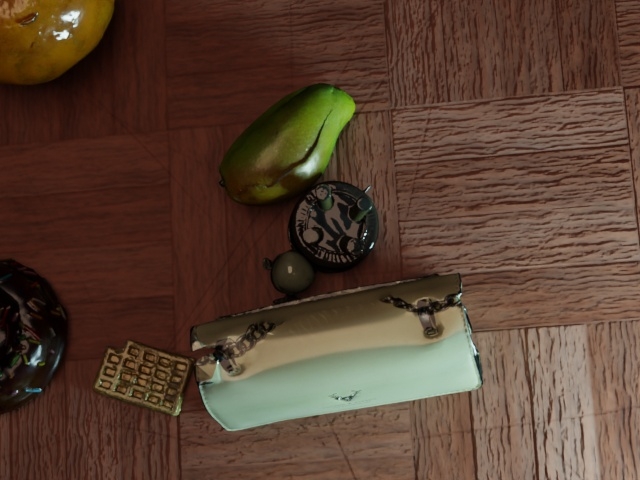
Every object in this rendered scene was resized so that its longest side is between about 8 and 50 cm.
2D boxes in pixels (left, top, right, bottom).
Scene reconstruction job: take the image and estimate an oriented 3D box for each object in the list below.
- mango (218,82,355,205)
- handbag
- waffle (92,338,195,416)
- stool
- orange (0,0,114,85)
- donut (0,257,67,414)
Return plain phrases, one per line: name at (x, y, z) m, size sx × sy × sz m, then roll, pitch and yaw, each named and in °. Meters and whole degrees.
mango at (-0.040, -0.135, 1.885) m, size 0.233 × 0.111 × 0.125 m, roll -38°, pitch 99°, yaw -13°
handbag at (0.027, 0.147, 1.753) m, size 0.358 × 0.237 × 0.160 m, roll -11°, pitch 76°, yaw 6°
waffle at (-0.255, 0.193, 1.897) m, size 0.135 × 0.021 × 0.092 m, roll 16°, pitch 83°, yaw 10°
stool at (0.000, 0.000, 1.846) m, size 0.125 × 0.121 × 0.217 m, roll 44°, pitch 86°, yaw 0°
orange at (-0.444, -0.365, 1.927) m, size 0.283 × 0.226 × 0.284 m, roll -1°, pitch 78°, yaw 3°
donut at (-0.487, 0.135, 1.908) m, size 0.235 × 0.089 × 0.235 m, roll -2°, pitch 81°, yaw 9°
